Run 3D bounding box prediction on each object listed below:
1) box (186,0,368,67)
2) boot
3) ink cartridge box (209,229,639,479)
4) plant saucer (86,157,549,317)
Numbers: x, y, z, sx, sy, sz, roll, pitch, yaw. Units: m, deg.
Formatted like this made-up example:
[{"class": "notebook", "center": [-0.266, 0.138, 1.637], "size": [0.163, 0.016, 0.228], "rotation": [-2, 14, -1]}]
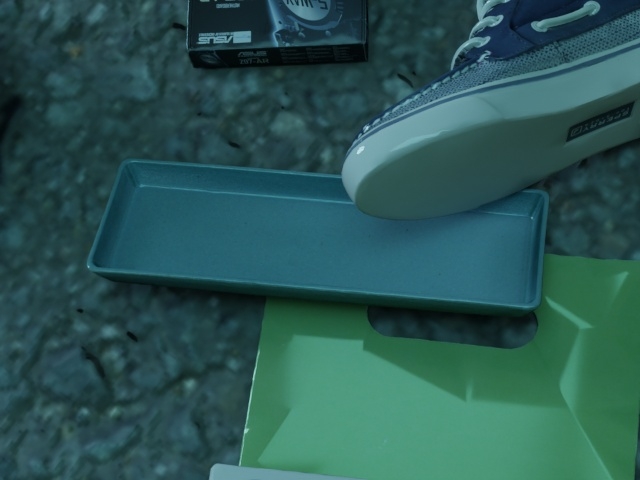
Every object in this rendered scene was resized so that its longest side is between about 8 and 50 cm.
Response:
[{"class": "box", "center": [-0.019, -0.115, 0.700], "size": [0.083, 0.018, 0.067], "rotation": [-1, 69, 6]}, {"class": "boot", "center": [0.082, -0.075, 0.643], "size": [0.190, 0.069, 0.086], "rotation": [-18, 61, -20]}, {"class": "ink cartridge box", "center": [0.042, 0.104, 0.594], "size": [0.171, 0.056, 0.235], "rotation": [5, 72, 9]}, {"class": "plant saucer", "center": [0.000, 0.000, 0.647], "size": [0.192, 0.018, 0.067], "rotation": [5, 49, 8]}]
